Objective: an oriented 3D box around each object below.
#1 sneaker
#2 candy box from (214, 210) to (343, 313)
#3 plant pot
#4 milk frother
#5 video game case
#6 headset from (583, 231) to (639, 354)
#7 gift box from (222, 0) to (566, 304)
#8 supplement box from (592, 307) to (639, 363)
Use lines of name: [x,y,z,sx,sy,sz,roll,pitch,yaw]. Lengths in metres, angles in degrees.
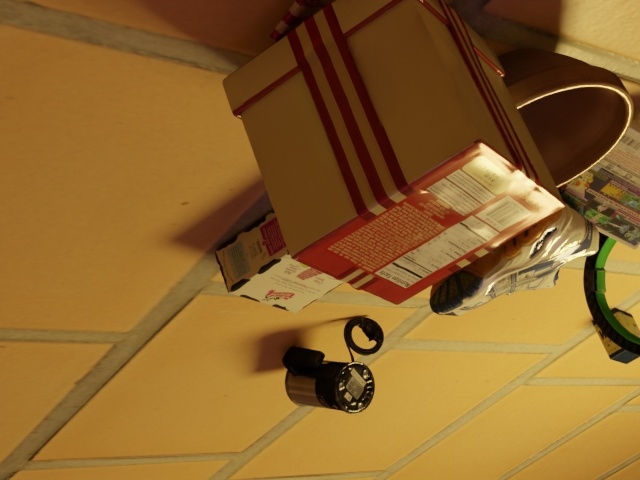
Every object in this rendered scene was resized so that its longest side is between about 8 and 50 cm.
sneaker: [0.283,0.048,1.758,0.131,0.111,0.296,25,142,-24]
candy box: [0.000,0.000,1.576,0.233,0.071,0.159,-34,150,22]
plant pot: [0.243,-0.151,1.430,0.237,0.109,0.237,-17,152,-9]
milk frother: [0.026,0.200,1.939,0.143,0.129,0.135,-37,-158,-33]
video game case: [0.423,-0.083,1.671,0.201,0.023,0.183,25,135,-17]
headset: [0.611,0.060,1.842,0.394,0.243,0.185,-2,177,37]
gift box: [0.092,-0.120,1.220,0.276,0.258,0.255,-31,151,16]
supplement box: [0.579,0.185,2.293,0.056,0.083,0.083,-35,150,25]
